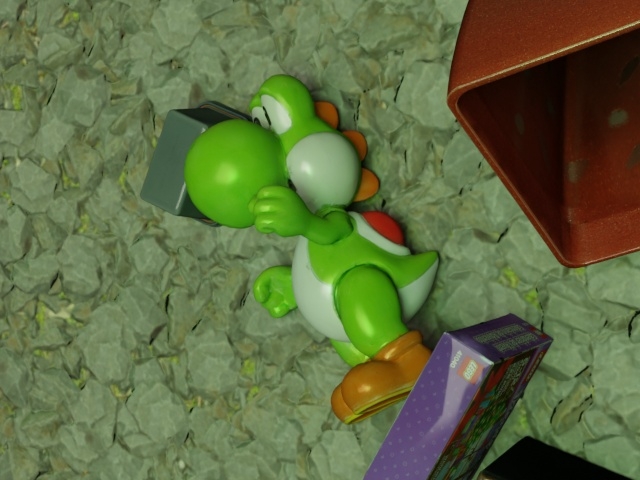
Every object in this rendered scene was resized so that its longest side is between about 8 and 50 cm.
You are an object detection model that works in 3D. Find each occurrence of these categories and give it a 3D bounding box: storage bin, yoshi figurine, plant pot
[{"bbox_3d":[-0.135,-0.082,1.311,0.098,0.091,0.135,26,103,22],"label":"storage bin"},{"bbox_3d":[-0.026,0.011,1.213,0.203,0.203,0.362,-29,77,30],"label":"yoshi figurine"},{"bbox_3d":[0.275,-0.170,1.013,0.267,0.267,0.235,-19,48,24],"label":"plant pot"}]

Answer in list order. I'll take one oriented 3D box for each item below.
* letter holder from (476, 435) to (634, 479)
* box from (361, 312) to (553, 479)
[{"bbox_3d":[0.278,0.350,1.107,0.302,0.152,0.214,20,102,23],"label":"letter holder"},{"bbox_3d":[0.108,0.214,1.150,0.057,0.201,0.293,33,106,21],"label":"box"}]
